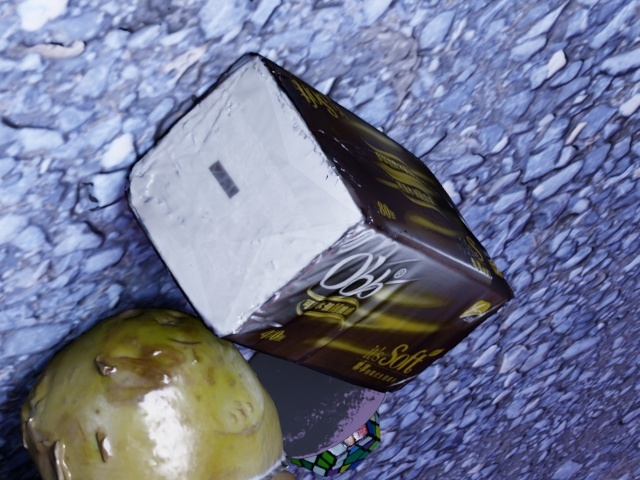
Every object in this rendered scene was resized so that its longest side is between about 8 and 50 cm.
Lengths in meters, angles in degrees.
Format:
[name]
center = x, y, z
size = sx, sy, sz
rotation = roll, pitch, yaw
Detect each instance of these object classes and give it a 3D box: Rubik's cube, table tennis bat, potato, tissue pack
[Rubik's cube]
center = 0.010, 0.216, 1.973
size = 0.112, 0.133, 0.133
rotation = 24, 119, -33
[table tennis bat]
center = -0.048, 0.196, 1.883
size = 0.274, 0.021, 0.154
rotation = -34, 110, 0
[potato]
center = -0.165, 0.163, 1.626
size = 0.246, 0.196, 0.299
rotation = -11, 180, -3
[tissue pack]
center = 0.000, 0.000, 1.531
size = 0.198, 0.210, 0.370
rotation = -37, 155, 15

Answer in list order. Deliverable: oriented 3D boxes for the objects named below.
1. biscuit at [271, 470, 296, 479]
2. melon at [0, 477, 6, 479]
[biscuit]
center = -0.112, 0.303, 2.043
size = 0.164, 0.047, 0.208
rotation = -34, 152, -11
[melon]
center = -0.395, 0.401, 1.716
size = 0.331, 0.226, 0.343
rotation = -46, 172, -45
